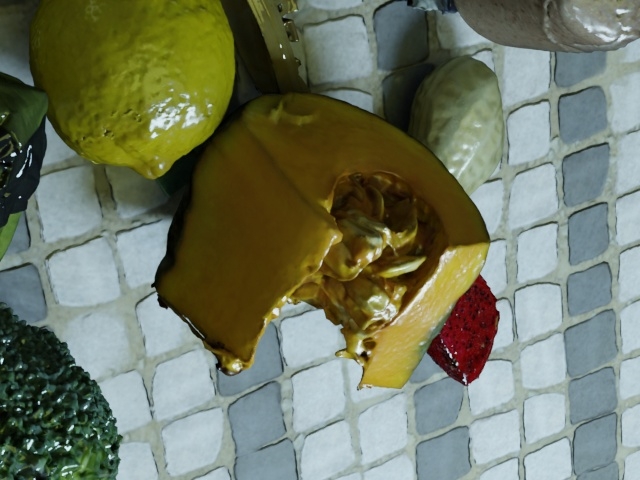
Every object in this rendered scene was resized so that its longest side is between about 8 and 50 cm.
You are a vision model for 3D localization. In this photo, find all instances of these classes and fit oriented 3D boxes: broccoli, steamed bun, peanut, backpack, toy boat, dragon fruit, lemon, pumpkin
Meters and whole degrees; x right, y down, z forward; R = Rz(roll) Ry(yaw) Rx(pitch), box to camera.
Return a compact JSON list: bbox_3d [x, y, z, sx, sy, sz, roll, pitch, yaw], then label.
[{"bbox_3d":[-0.369,0.230,1.195,0.353,0.275,0.397,25,121,-28],"label":"broccoli"},{"bbox_3d":[0.256,-0.336,1.185,0.199,0.251,0.301,37,82,-24],"label":"steamed bun"},{"bbox_3d":[0.134,-0.077,1.432,0.125,0.111,0.274,14,105,-43],"label":"peanut"},{"bbox_3d":[-0.363,-0.053,1.112,0.207,0.140,0.253,22,120,-2],"label":"backpack"},{"bbox_3d":[-0.060,-0.239,1.288,0.072,0.064,0.206,-43,127,-30],"label":"toy boat"},{"bbox_3d":[0.158,0.086,1.527,0.106,0.083,0.162,-43,115,-23],"label":"dragon fruit"},{"bbox_3d":[-0.176,-0.171,1.163,0.192,0.192,0.231,-4,84,-28],"label":"lemon"},{"bbox_3d":[0.000,0.000,1.275,0.303,0.256,0.225,11,129,-33],"label":"pumpkin"}]

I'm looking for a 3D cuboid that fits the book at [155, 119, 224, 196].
[{"bbox_3d":[-0.154,-0.127,1.301,0.103,0.017,0.135,-38,123,-11],"label":"book"}]

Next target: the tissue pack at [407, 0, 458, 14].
[{"bbox_3d":[0.216,-0.407,1.343,0.332,0.123,0.245,-25,116,-22],"label":"tissue pack"}]
